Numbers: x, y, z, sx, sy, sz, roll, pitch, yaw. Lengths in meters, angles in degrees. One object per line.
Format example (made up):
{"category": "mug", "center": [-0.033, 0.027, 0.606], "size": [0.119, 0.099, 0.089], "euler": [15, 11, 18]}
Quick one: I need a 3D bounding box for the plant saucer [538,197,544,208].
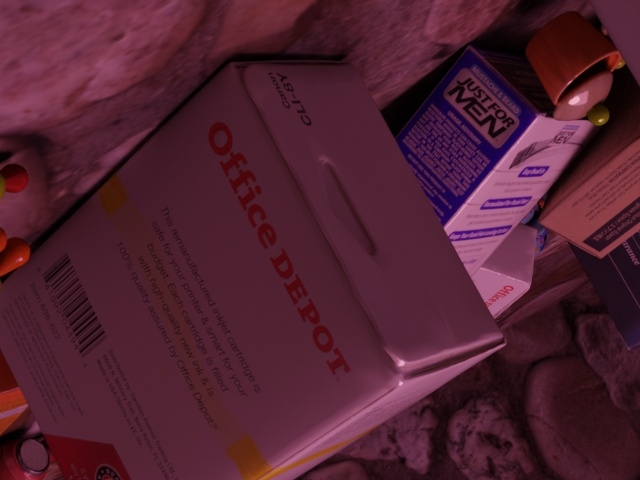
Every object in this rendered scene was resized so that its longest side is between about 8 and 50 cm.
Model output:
{"category": "plant saucer", "center": [0.320, -0.045, 2.077], "size": [0.083, 0.013, 0.083], "euler": [-27, 167, -6]}

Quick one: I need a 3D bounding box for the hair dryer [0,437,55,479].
{"category": "hair dryer", "center": [-0.377, 0.303, 1.853], "size": [0.293, 0.080, 0.223], "euler": [-26, 167, -5]}

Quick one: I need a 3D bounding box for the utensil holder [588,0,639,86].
{"category": "utensil holder", "center": [0.293, -0.182, 0.720], "size": [0.327, 0.385, 0.327], "euler": [-27, 167, -7]}

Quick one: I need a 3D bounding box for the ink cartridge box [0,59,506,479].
{"category": "ink cartridge box", "center": [-0.076, 0.068, 1.141], "size": [0.384, 0.279, 0.160], "euler": [-38, 164, 36]}

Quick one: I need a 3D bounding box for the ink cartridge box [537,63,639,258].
{"category": "ink cartridge box", "center": [0.336, -0.124, 1.404], "size": [0.193, 0.088, 0.235], "euler": [-49, -166, 56]}

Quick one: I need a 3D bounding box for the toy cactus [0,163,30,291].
{"category": "toy cactus", "center": [-0.297, 0.032, 0.928], "size": [0.219, 0.112, 0.180], "euler": [-43, 177, 10]}

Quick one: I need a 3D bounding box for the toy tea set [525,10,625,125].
{"category": "toy tea set", "center": [0.344, -0.213, 1.195], "size": [0.336, 0.124, 0.200], "euler": [-41, 164, 20]}

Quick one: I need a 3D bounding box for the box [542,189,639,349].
{"category": "box", "center": [0.484, -0.097, 1.607], "size": [0.395, 0.294, 0.212], "euler": [-36, 165, 29]}

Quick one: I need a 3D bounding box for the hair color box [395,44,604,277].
{"category": "hair color box", "center": [0.116, -0.030, 1.365], "size": [0.339, 0.110, 0.185], "euler": [-50, 159, 23]}

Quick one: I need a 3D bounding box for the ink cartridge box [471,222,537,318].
{"category": "ink cartridge box", "center": [0.137, 0.016, 1.587], "size": [0.190, 0.082, 0.139], "euler": [17, 153, -11]}

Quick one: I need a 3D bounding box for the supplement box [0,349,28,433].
{"category": "supplement box", "center": [-0.360, 0.164, 1.379], "size": [0.080, 0.078, 0.233], "euler": [-16, 161, -42]}

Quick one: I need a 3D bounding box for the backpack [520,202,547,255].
{"category": "backpack", "center": [0.208, -0.027, 1.710], "size": [0.158, 0.117, 0.173], "euler": [-28, 164, -3]}
